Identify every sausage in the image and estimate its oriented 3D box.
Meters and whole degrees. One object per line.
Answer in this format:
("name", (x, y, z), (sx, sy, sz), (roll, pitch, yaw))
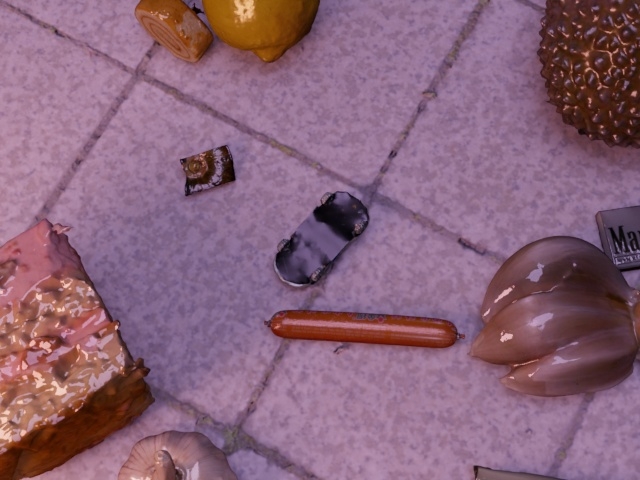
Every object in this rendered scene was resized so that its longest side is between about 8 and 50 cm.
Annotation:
("sausage", (0.076, 0.151, 1.879), (0.347, 0.053, 0.053), (4, 71, 0))

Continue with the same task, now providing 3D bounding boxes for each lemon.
("lemon", (-0.108, -0.468, 1.987), (0.233, 0.233, 0.288), (-7, 105, -3))

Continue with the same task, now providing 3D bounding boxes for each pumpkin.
("pumpkin", (-0.206, -0.125, 1.982), (0.101, 0.035, 0.073), (-15, 83, -9))

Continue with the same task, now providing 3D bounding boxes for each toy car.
("toy car", (0.000, 0.000, 1.928), (0.095, 0.056, 0.205), (40, 79, 12))

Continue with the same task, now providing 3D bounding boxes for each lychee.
("lychee", (0.574, -0.370, 1.906), (0.380, 0.380, 0.432), (32, 90, 9))

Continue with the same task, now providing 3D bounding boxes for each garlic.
("garlic", (-0.228, 0.381, 1.708), (0.199, 0.226, 0.199), (0, 66, -1))
("garlic", (0.415, 0.122, 1.859), (0.325, 0.132, 0.279), (0, 63, -6))

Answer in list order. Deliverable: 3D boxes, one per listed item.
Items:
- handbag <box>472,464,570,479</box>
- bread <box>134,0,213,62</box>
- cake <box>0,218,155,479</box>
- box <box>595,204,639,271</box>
("handbag", (0.320, 0.488, 1.745), (0.315, 0.109, 0.241), (5, 70, 5))
("bread", (-0.272, -0.404, 2.028), (0.122, 0.149, 0.073), (15, 66, 49))
("cake", (-0.459, 0.197, 1.737), (0.314, 0.293, 0.307), (-30, 69, -15))
("box", (0.592, -0.010, 1.952), (0.177, 0.036, 0.115), (-9, 71, -4))
